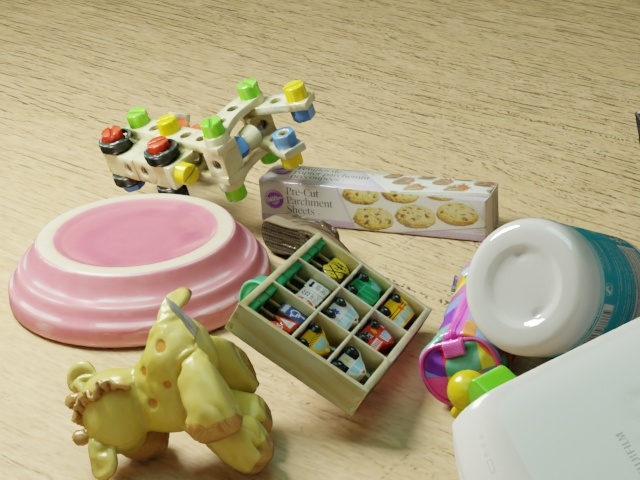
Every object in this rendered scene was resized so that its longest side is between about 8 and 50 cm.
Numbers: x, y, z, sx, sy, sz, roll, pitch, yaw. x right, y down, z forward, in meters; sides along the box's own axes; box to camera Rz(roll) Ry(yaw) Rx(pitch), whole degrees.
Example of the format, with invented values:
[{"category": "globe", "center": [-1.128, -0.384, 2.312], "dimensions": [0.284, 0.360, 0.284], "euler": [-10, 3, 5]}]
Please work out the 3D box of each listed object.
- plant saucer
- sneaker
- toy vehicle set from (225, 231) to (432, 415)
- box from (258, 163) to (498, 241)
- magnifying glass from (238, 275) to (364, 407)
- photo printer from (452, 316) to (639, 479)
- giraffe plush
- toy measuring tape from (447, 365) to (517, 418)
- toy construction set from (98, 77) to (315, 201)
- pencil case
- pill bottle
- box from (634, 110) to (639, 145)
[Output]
[{"category": "plant saucer", "center": [-0.229, 0.025, 2.197], "dimensions": [0.332, 0.084, 0.332], "euler": [-3, 24, 1]}, {"category": "sneaker", "center": [0.000, 0.000, 2.238], "dimensions": [0.071, 0.066, 0.188], "euler": [-18, 29, -31]}, {"category": "toy vehicle set", "center": [0.015, 0.087, 1.949], "dimensions": [0.166, 0.035, 0.267], "euler": [34, 25, 6]}, {"category": "box", "center": [0.078, -0.052, 2.344], "dimensions": [0.324, 0.067, 0.063], "euler": [7, 27, 20]}, {"category": "magnifying glass", "center": [-0.025, 0.119, 1.975], "dimensions": [0.026, 0.092, 0.231], "euler": [-16, 38, -33]}, {"category": "photo printer", "center": [0.285, 0.203, 1.547], "dimensions": [0.307, 0.107, 0.256], "euler": [-24, 59, -8]}, {"category": "giraffe plush", "center": [-0.169, 0.170, 1.802], "dimensions": [0.170, 0.210, 0.181], "euler": [-31, 26, 11]}, {"category": "toy measuring tape", "center": [0.234, 0.246, 1.666], "dimensions": [0.121, 0.121, 0.330], "euler": [-23, 53, -36]}, {"category": "toy construction set", "center": [-0.169, -0.137, 2.386], "dimensions": [0.215, 0.151, 0.327], "euler": [-39, 20, -30]}, {"category": "pencil case", "center": [0.179, 0.095, 1.967], "dimensions": [0.104, 0.104, 0.236], "euler": [3, 26, 14]}, {"category": "pill bottle", "center": [0.278, 0.059, 1.904], "dimensions": [0.146, 0.146, 0.264], "euler": [13, 1, 33]}, {"category": "box", "center": [0.422, 0.031, 1.815], "dimensions": [0.076, 0.242, 0.307], "euler": [-16, 40, -2]}]
